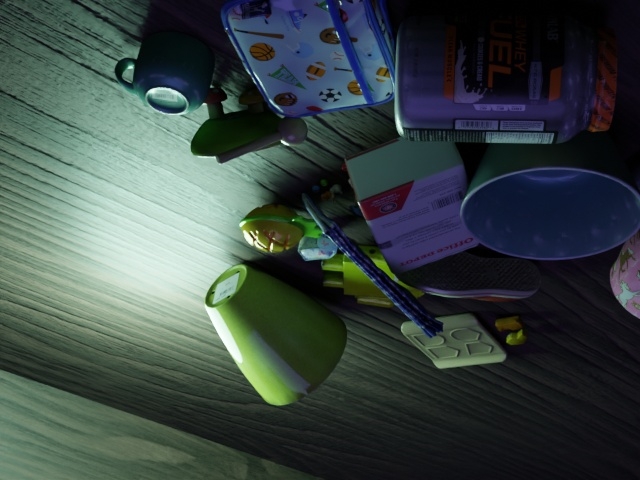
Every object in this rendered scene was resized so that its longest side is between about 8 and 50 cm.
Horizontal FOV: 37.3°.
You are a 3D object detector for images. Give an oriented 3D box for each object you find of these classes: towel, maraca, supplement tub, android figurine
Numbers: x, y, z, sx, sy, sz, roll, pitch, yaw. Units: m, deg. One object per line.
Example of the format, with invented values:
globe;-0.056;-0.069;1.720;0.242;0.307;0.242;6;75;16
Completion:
towel;0.102;0.045;1.907;0.040;0.243;0.336;-44;111;3
maraca;-0.081;-0.027;1.988;0.186;0.099;0.127;-2;161;25
supplement tub;0.275;-0.243;1.433;0.316;0.193;0.193;1;150;9
android figurine;0.139;0.081;2.183;0.273;0.056;0.248;7;151;4

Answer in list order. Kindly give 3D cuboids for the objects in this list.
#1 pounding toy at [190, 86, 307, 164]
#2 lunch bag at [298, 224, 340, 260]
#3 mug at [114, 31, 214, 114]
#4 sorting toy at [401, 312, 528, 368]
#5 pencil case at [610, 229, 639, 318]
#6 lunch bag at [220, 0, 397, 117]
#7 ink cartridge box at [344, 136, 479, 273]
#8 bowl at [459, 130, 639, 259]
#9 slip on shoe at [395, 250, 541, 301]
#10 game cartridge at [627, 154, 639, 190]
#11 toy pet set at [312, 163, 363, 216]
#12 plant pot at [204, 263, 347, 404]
pounding toy;-0.138;-0.215;1.649;0.183;0.110;0.237;-15;-164;-18
lunch bag;0.000;0.000;2.051;0.083;0.071;0.053;-4;145;23
mug;-0.259;-0.269;1.604;0.158;0.097;0.129;-19;141;38
sorting toy;0.391;0.249;2.443;0.307;0.041;0.229;-11;141;29
pencil case;0.658;0.006;1.712;0.167;0.160;0.386;-5;151;-5
lunch bag;-0.004;-0.318;1.450;0.243;0.114;0.303;-5;150;16
ink cartridge box;0.182;-0.072;1.782;0.197;0.114;0.273;-20;145;6
bowl;0.407;-0.107;1.674;0.312;0.163;0.311;6;151;3
slip on shoe;0.313;0.080;2.080;0.332;0.123;0.101;7;156;-11
game cartridge;0.687;-0.121;1.696;0.230;0.068;0.355;19;149;-12
toy pet set;0.057;-0.083;1.897;0.114;0.065;0.122;22;148;-24
plant pot;-0.131;0.200;2.281;0.275;0.274;0.293;-19;126;38
